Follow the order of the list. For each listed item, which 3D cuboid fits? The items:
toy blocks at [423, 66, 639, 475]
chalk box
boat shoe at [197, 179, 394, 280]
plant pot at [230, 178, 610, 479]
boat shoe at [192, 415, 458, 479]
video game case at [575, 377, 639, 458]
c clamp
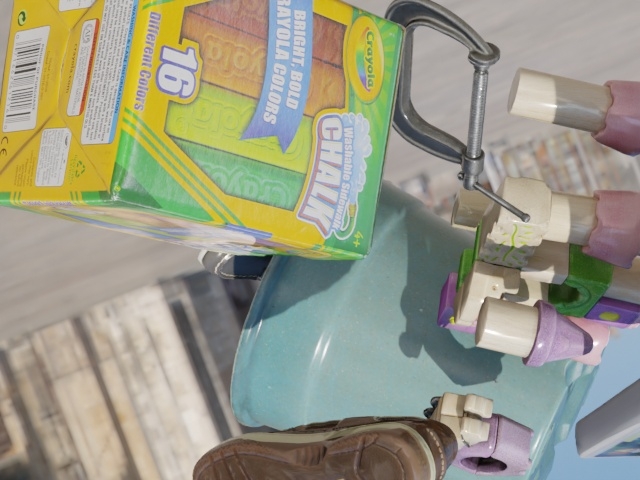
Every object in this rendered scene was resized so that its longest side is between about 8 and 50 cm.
[{"bbox_3d":[0.255,0.054,1.146,0.260,0.309,0.288,13,153,-3],"label":"toy blocks"},{"bbox_3d":[-0.046,-0.063,0.681,0.213,0.132,0.132,12,173,-41],"label":"chalk box"},{"bbox_3d":[0.000,0.000,1.646,0.335,0.095,0.112,-17,152,-40],"label":"boat shoe"},{"bbox_3d":[0.128,0.126,1.447,0.334,0.341,0.341,24,-162,19],"label":"plant pot"},{"bbox_3d":[0.006,0.198,1.091,0.257,0.095,0.095,-11,-175,39],"label":"boat shoe"},{"bbox_3d":[0.359,0.113,0.893,0.300,0.036,0.329,-1,164,-1],"label":"video game case"},{"bbox_3d":[0.099,-0.101,0.929,0.137,0.160,0.022,29,-125,31],"label":"c clamp"}]
